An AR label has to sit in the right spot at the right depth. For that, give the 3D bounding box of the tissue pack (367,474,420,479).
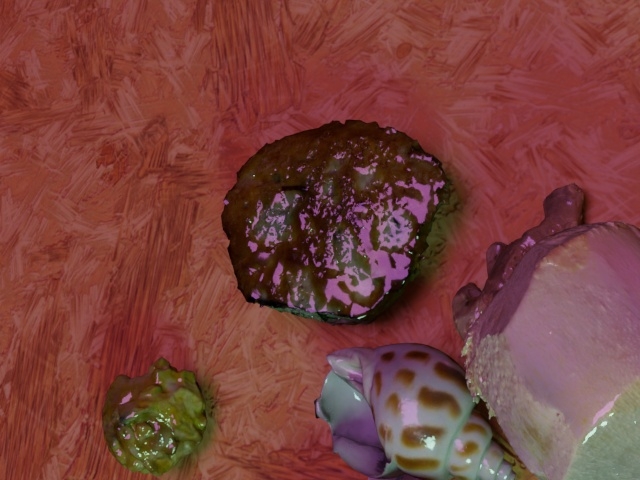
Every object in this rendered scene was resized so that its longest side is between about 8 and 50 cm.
[{"bbox_3d":[0.114,0.310,1.542,0.108,0.023,0.056,5,78,37],"label":"tissue pack"}]

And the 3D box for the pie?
[{"bbox_3d":[0.019,-0.030,1.646,0.355,0.103,0.288,5,77,30],"label":"pie"}]

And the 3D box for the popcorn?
[{"bbox_3d":[-0.248,0.261,1.755,0.173,0.142,0.173,-42,35,39],"label":"popcorn"}]

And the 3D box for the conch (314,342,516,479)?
[{"bbox_3d":[0.123,0.225,1.483,0.275,0.149,0.182,45,130,46],"label":"conch"}]

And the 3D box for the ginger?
[{"bbox_3d":[0.245,0.033,1.497,0.258,0.065,0.149,-59,23,-15],"label":"ginger"}]

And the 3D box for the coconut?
[{"bbox_3d":[0.327,0.162,1.272,0.297,0.297,0.309,-46,49,15],"label":"coconut"}]
